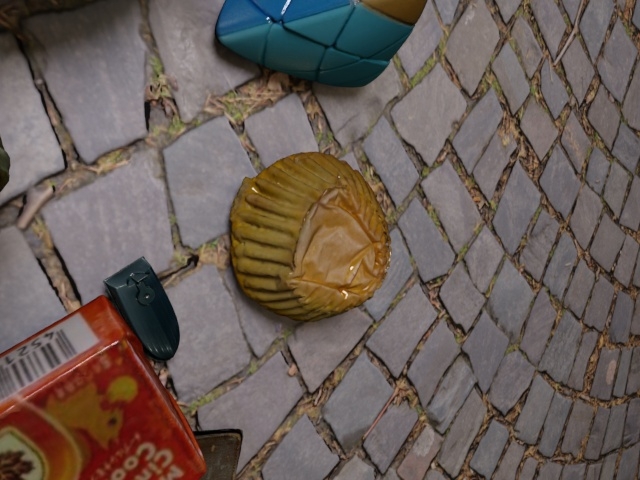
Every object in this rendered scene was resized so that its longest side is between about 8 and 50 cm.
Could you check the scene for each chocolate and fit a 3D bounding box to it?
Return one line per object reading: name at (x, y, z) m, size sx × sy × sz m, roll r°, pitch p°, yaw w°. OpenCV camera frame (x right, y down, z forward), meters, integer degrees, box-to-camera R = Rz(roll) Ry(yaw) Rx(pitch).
chocolate at (-0.262, 0.219, 0.623) m, size 0.237 × 0.108 × 0.234 m, roll -34°, pitch 117°, yaw -25°

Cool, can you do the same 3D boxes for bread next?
bread at (-0.001, 0.000, 0.791) m, size 0.240 × 0.139 × 0.239 m, roll -13°, pitch 110°, yaw -40°

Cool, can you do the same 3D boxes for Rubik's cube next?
Rubik's cube at (0.044, -0.267, 0.724) m, size 0.255 × 0.255 × 0.254 m, roll -9°, pitch 104°, yaw -39°

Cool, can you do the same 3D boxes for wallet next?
wallet at (-0.173, 0.362, 0.787) m, size 0.122 × 0.031 × 0.232 m, roll 11°, pitch 90°, yaw -40°

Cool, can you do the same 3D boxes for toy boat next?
toy boat at (-0.200, 0.090, 0.697) m, size 0.055 × 0.060 × 0.141 m, roll -37°, pitch 127°, yaw -30°

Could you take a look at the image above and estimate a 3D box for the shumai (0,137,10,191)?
shumai at (-0.424, -0.057, 0.335) m, size 0.348 × 0.395 × 0.395 m, roll -37°, pitch 124°, yaw 2°
